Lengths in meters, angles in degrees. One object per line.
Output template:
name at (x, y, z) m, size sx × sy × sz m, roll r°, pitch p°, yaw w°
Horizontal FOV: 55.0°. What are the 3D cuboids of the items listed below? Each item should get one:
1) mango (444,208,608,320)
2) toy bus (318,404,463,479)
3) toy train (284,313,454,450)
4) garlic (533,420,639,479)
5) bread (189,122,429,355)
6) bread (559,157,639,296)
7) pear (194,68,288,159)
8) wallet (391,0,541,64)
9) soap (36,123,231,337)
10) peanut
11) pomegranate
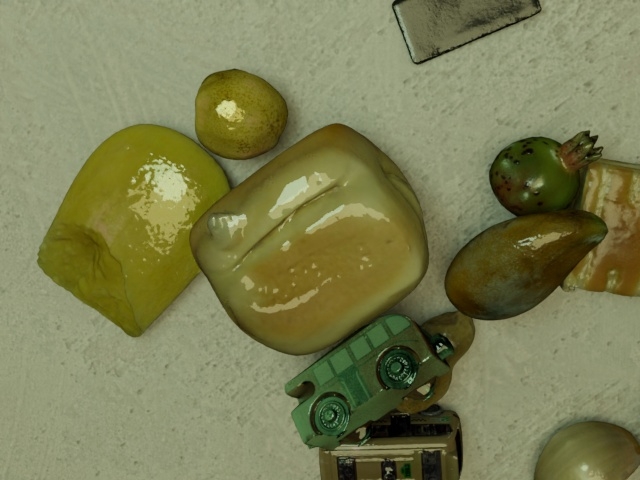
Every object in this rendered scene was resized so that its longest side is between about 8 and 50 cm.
mango at (0.355, 0.042, 1.094) m, size 0.193 × 0.146 × 0.316 m, roll 16°, pitch 145°, yaw -30°
toy bus at (0.142, 0.424, 1.233) m, size 0.290 × 0.157 × 0.139 m, roll -2°, pitch 102°, yaw 6°
toy train at (0.090, 0.256, 1.136) m, size 0.326 × 0.129 × 0.159 m, roll -37°, pitch 56°, yaw 10°
garlic at (0.524, 0.465, 1.233) m, size 0.164 × 0.145 × 0.245 m, roll 35°, pitch 107°, yaw -34°
bread at (0.000, 0.000, 1.111) m, size 0.376 × 0.253 × 0.348 m, roll -37°, pitch 103°, yaw 14°
bread at (0.571, -0.015, 1.126) m, size 0.240 × 0.111 × 0.245 m, roll 10°, pitch 103°, yaw 5°
pear at (-0.146, -0.231, 1.126) m, size 0.178 × 0.178 × 0.177 m, roll 1°, pitch 102°, yaw 5°
wallet at (0.263, -0.423, 1.115) m, size 0.245 × 0.025 × 0.124 m, roll -21°, pitch 99°, yaw 11°
soap at (-0.365, -0.020, 1.214) m, size 0.306 × 0.115 × 0.427 m, roll 37°, pitch 103°, yaw 1°
peanut at (0.222, 0.238, 1.218) m, size 0.120 × 0.110 × 0.236 m, roll 37°, pitch 94°, yaw 8°
pomegranate at (0.395, -0.121, 1.084) m, size 0.159 × 0.159 × 0.205 m, roll 47°, pitch 135°, yaw -5°
